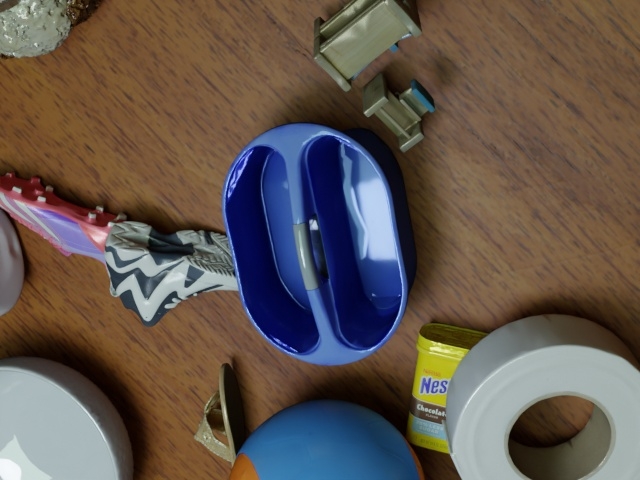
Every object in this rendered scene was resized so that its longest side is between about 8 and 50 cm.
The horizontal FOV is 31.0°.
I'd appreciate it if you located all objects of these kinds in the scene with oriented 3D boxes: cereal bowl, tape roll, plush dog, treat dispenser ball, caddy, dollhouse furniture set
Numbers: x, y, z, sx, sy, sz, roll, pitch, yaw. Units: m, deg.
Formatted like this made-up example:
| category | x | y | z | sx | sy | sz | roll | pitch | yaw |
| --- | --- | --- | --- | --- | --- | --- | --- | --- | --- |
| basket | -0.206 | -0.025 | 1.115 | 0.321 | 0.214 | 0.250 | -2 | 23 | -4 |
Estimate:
| category | x | y | z | sx | sy | sz | roll | pitch | yaw |
| --- | --- | --- | --- | --- | --- | --- | --- | --- | --- |
| cereal bowl | -0.444 | 0.334 | 1.838 | 0.339 | 0.141 | 0.339 | 5 | 108 | 15 |
| tape roll | 0.313 | 0.247 | 1.568 | 0.286 | 0.100 | 0.286 | -1 | 113 | -2 |
| plush dog | -0.435 | -0.362 | 1.623 | 0.262 | 0.210 | 0.225 | -17 | 124 | 20 |
| treat dispenser ball | 0.009 | 0.370 | 1.635 | 0.288 | 0.288 | 0.288 | 5 | 107 | 15 |
| caddy | 0.000 | 0.000 | 1.590 | 0.241 | 0.179 | 0.341 | -8 | 103 | 17 |
| dollhouse furniture set | 0.098 | -0.244 | 1.535 | 0.129 | 0.129 | 0.184 | -36 | 118 | 22 |

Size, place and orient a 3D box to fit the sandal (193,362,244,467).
| category | x | y | z | sx | sy | sz | roll | pitch | yaw |
| --- | --- | --- | --- | --- | --- | --- | --- | --- | --- |
| sandal | -0.154 | 0.308 | 1.774 | 0.079 | 0.088 | 0.240 | -10 | 108 | 13 |

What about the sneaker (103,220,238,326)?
| category | x | y | z | sx | sy | sz | roll | pitch | yaw |
| --- | --- | --- | --- | --- | --- | --- | --- | --- | --- |
| sneaker | -0.210 | 0.066 | 1.725 | 0.235 | 0.094 | 0.153 | 8 | 131 | -9 |

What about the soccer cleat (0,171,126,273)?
| category | x | y | z | sx | sy | sz | roll | pitch | yaw |
| --- | --- | --- | --- | --- | --- | --- | --- | --- | --- |
| soccer cleat | -0.409 | -0.029 | 1.756 | 0.248 | 0.083 | 0.095 | 20 | 111 | 7 |

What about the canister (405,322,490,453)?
| category | x | y | z | sx | sy | sz | roll | pitch | yaw |
| --- | --- | --- | --- | --- | --- | --- | --- | --- | --- |
| canister | 0.192 | 0.216 | 1.653 | 0.126 | 0.073 | 0.169 | 11 | 110 | 13 |

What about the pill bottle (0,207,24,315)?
| category | x | y | z | sx | sy | sz | roll | pitch | yaw |
| --- | --- | --- | --- | --- | --- | --- | --- | --- | --- |
| pill bottle | -0.662 | 0.062 | 1.789 | 0.361 | 0.204 | 0.204 | -16 | 101 | 21 |
